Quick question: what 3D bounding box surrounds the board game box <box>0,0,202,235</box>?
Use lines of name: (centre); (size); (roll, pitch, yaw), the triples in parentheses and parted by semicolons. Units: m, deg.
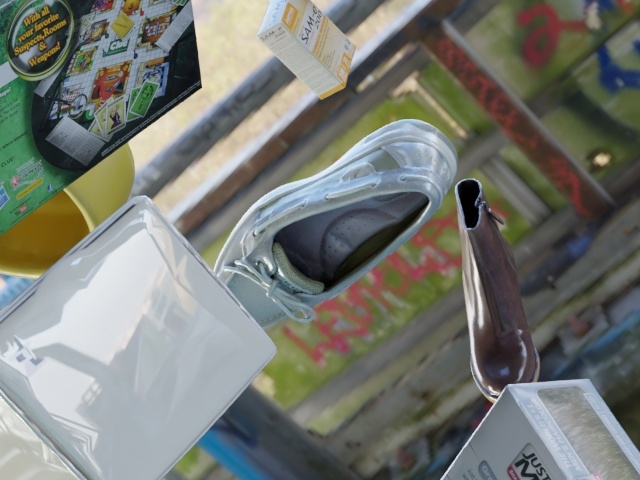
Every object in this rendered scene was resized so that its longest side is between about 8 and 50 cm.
board game box: (-0.166, -0.089, 0.779); (0.030, 0.136, 0.259); (23, 45, 27)

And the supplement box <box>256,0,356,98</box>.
supplement box: (-0.013, -0.197, 1.325); (0.036, 0.098, 0.062); (-23, 38, 38)

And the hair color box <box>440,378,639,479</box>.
hair color box: (0.175, 0.326, 1.280); (0.185, 0.113, 0.374); (60, 136, 37)

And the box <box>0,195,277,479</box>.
box: (-0.174, 0.106, 0.822); (0.148, 0.121, 0.311); (-45, 7, -35)

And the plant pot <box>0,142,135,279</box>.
plant pot: (-0.260, -0.130, 1.155); (0.254, 0.254, 0.239); (-22, 39, 50)

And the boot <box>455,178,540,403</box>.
boot: (0.211, 0.066, 1.707); (0.090, 0.207, 0.248); (-14, 37, 13)

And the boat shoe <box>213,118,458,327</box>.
boat shoe: (0.003, 0.001, 1.334); (0.320, 0.118, 0.103); (-33, 23, 31)
